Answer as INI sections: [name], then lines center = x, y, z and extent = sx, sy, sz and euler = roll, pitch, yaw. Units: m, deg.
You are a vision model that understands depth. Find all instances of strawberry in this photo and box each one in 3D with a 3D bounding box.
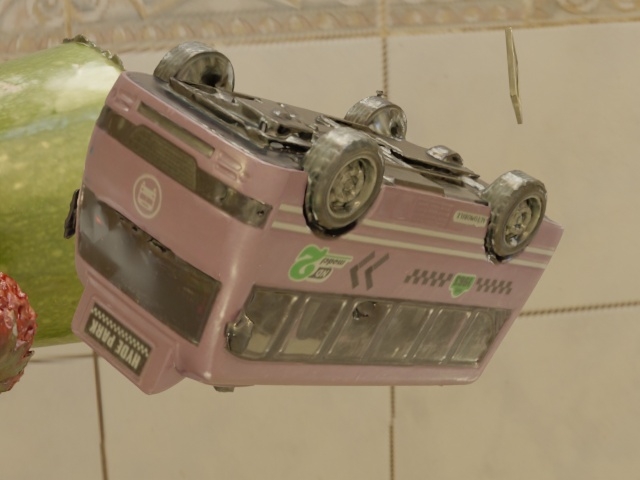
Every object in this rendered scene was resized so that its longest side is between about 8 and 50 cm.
[strawberry]
center = -0.296, 0.086, 1.096
extent = 0.145, 0.086, 0.145
euler = -32, 153, -18

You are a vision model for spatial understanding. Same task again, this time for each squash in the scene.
[squash]
center = -0.327, -0.016, 1.267
extent = 0.308, 0.310, 0.310
euler = -19, 113, -38

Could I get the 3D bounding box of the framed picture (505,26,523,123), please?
[framed picture]
center = 0.177, -0.149, 1.238
extent = 0.006, 0.089, 0.066
euler = -5, 77, 11

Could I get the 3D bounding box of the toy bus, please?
[toy bus]
center = 0.000, 0.000, 0.518
extent = 0.199, 0.096, 0.108
euler = 8, 111, -52
